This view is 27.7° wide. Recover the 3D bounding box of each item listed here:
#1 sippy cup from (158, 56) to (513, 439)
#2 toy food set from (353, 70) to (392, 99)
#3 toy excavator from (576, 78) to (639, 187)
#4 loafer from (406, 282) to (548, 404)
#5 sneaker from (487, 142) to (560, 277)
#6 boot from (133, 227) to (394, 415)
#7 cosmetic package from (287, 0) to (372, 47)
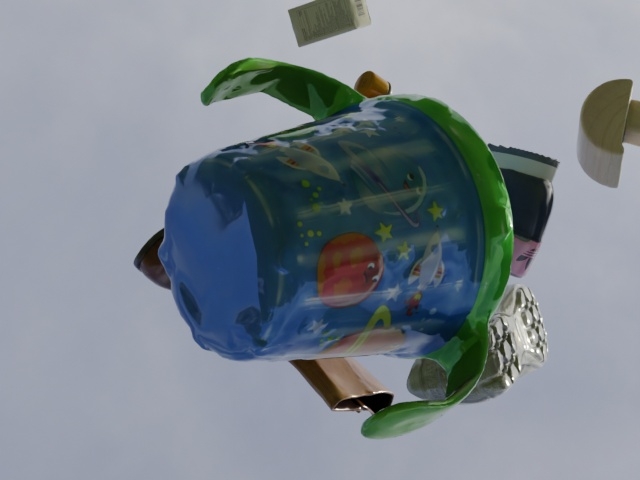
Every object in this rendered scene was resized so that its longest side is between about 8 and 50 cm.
[{"bbox_3d":[0.000,0.000,1.069,0.224,0.240,0.305,-9,-151,-40],"label":"sippy cup"},{"bbox_3d":[0.048,-0.098,1.720,0.232,0.104,0.111,-57,-147,5],"label":"toy food set"},{"bbox_3d":[0.581,-0.038,1.635,0.432,0.222,0.445,-11,-125,-1],"label":"toy excavator"},{"bbox_3d":[0.185,0.119,1.486,0.111,0.319,0.112,-17,-92,23],"label":"loafer"},{"bbox_3d":[0.089,-0.035,1.332,0.319,0.112,0.131,5,-94,41],"label":"sneaker"},{"bbox_3d":[-0.067,0.105,1.523,0.096,0.264,0.280,-47,-121,11],"label":"boot"},{"bbox_3d":[0.013,-0.322,1.871,0.115,0.060,0.041,-8,-169,41],"label":"cosmetic package"}]
